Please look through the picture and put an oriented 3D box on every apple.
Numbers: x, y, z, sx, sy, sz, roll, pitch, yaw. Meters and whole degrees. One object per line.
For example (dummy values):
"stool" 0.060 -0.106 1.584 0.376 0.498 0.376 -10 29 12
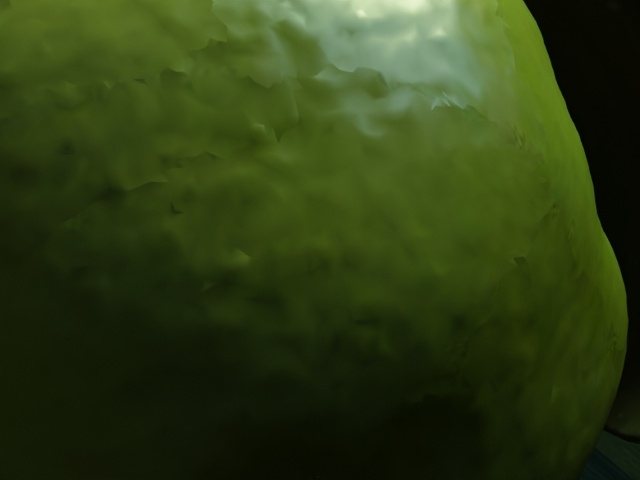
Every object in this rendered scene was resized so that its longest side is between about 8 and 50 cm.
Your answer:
"apple" -0.047 0.008 0.570 0.292 0.254 0.292 159 -90 -88

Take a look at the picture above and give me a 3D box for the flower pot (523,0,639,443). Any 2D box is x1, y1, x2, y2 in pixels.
"flower pot" 0.000 0.000 0.879 0.379 0.379 0.251 37 -12 -19
